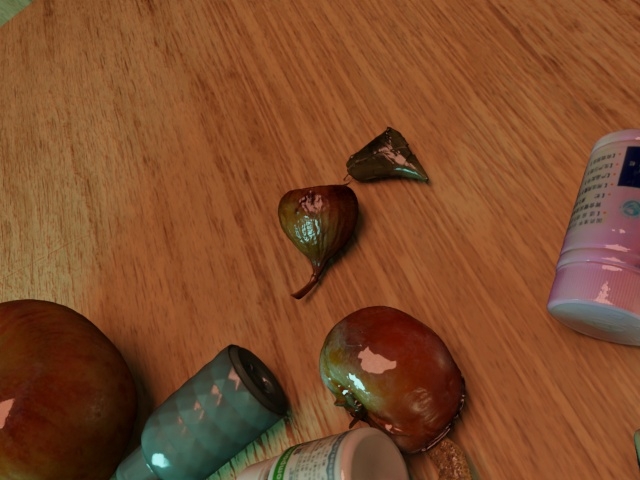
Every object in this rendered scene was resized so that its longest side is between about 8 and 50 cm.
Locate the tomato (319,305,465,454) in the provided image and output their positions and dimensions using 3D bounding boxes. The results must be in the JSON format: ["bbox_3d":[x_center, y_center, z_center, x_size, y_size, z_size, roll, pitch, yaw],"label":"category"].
[{"bbox_3d":[0.084,0.179,0.937,0.181,0.155,0.214,-50,37,-16],"label":"tomato"}]

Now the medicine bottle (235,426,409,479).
[{"bbox_3d":[-0.005,0.344,0.898,0.236,0.139,0.139,-29,50,38],"label":"medicine bottle"}]

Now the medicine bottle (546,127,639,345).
[{"bbox_3d":[0.408,-0.003,0.875,0.152,0.152,0.254,10,69,34],"label":"medicine bottle"}]

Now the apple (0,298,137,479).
[{"bbox_3d":[-0.519,0.307,1.136,0.400,0.334,0.400,-9,46,9],"label":"apple"}]

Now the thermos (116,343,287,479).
[{"bbox_3d":[-0.204,0.300,1.070,0.286,0.145,0.182,-39,19,6],"label":"thermos"}]

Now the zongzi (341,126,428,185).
[{"bbox_3d":[0.104,-0.114,1.180,0.154,0.062,0.131,-36,63,15],"label":"zongzi"}]

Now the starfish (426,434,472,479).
[{"bbox_3d":[0.159,0.423,0.813,0.301,0.084,0.294,25,74,44],"label":"starfish"}]

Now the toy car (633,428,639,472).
[{"bbox_3d":[0.391,0.373,0.615,0.226,0.242,0.336,10,68,31],"label":"toy car"}]

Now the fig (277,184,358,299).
[{"bbox_3d":[0.000,0.000,1.145,0.146,0.133,0.201,-15,75,56],"label":"fig"}]
